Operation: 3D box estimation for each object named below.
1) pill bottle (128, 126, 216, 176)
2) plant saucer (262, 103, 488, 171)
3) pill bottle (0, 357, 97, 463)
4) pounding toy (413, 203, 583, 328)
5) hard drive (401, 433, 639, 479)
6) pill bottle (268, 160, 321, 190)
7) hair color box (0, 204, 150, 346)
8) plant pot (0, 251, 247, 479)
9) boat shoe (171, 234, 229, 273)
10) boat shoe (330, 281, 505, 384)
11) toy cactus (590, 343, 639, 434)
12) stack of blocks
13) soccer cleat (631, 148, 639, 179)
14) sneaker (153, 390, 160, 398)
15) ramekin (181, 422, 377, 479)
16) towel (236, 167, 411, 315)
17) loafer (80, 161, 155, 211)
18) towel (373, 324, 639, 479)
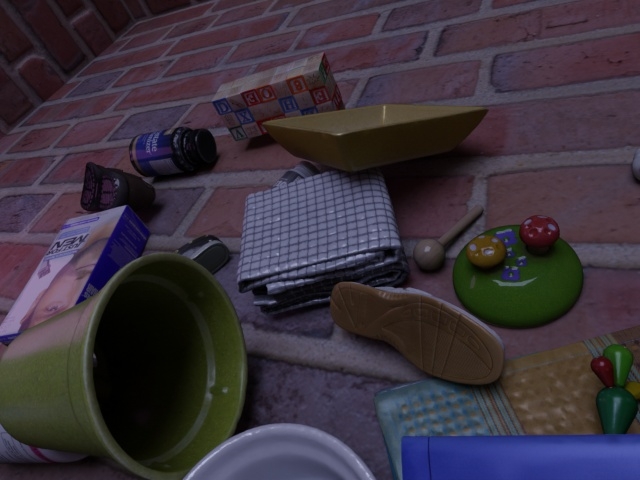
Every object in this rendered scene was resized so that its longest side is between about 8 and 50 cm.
[{"bbox_3d":[-0.405,-0.247,1.261,0.219,0.123,0.123,-5,47,21],"label":"pill bottle"},{"bbox_3d":[0.095,-0.211,0.905,0.332,0.081,0.332,-15,22,-24],"label":"plant saucer"},{"bbox_3d":[-0.503,0.284,0.759,0.282,0.160,0.160,-10,45,18],"label":"pill bottle"},{"bbox_3d":[0.264,0.010,0.679,0.183,0.110,0.237,-39,44,-13],"label":"pounding toy"},{"bbox_3d":[0.227,0.272,0.370,0.318,0.040,0.210,-14,61,28],"label":"hard drive"},{"bbox_3d":[-0.062,-0.104,0.979,0.078,0.078,0.137,21,60,39],"label":"pill bottle"},{"bbox_3d":[-0.534,0.084,1.015,0.185,0.110,0.339,-11,46,16],"label":"hair color box"},{"bbox_3d":[-0.283,0.179,0.623,0.253,0.276,0.276,-15,43,24],"label":"plant pot"},{"bbox_3d":[-0.298,0.068,0.934,0.227,0.081,0.068,-33,39,-17],"label":"boat shoe"},{"bbox_3d":[0.140,0.113,0.645,0.277,0.096,0.098,18,102,45],"label":"boat shoe"},{"bbox_3d":[0.316,0.203,0.431,0.180,0.112,0.219,-29,52,10],"label":"toy cactus"},{"bbox_3d":[-0.102,-0.343,1.167,0.297,0.171,0.087,-8,45,21],"label":"stack of blocks"},{"bbox_3d":[0.587,-0.129,0.687,0.196,0.068,0.076,-3,44,29],"label":"soccer cleat"},{"bbox_3d":[-0.240,0.216,0.765,0.071,0.068,0.170,19,60,45],"label":"sneaker"},{"bbox_3d":[-0.038,0.354,0.475,0.277,0.135,0.277,-14,43,14],"label":"ramekin"},{"bbox_3d":[0.000,0.000,0.821,0.283,0.121,0.235,-15,45,10],"label":"towel"},{"bbox_3d":[-0.559,-0.129,1.248,0.365,0.130,0.134,21,101,48],"label":"loafer"},{"bbox_3d":[0.263,0.249,0.500,0.369,0.040,0.272,-18,44,8],"label":"towel"}]
